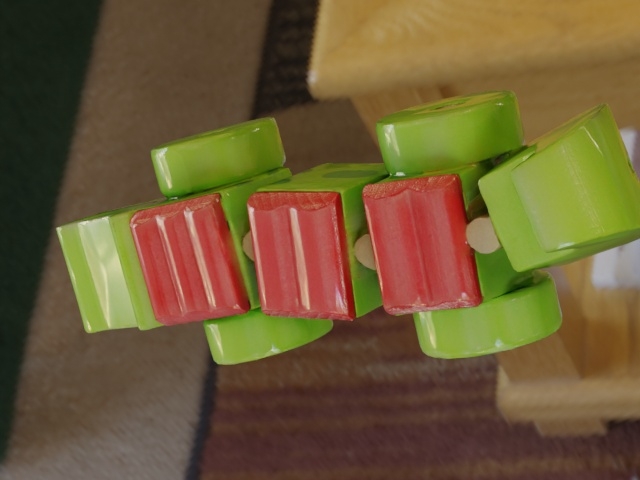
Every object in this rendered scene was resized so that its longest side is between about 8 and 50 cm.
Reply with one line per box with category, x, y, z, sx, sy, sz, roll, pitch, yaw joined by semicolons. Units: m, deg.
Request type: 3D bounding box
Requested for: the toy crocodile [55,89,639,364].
toy crocodile;0.000;0.000;0.766;0.341;0.105;0.115;-5;100;37
